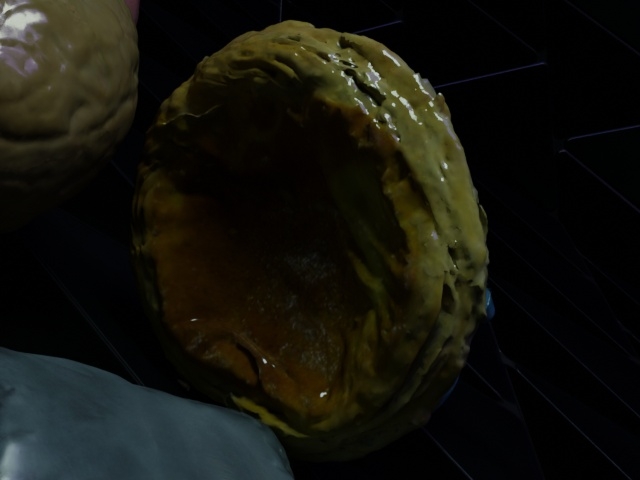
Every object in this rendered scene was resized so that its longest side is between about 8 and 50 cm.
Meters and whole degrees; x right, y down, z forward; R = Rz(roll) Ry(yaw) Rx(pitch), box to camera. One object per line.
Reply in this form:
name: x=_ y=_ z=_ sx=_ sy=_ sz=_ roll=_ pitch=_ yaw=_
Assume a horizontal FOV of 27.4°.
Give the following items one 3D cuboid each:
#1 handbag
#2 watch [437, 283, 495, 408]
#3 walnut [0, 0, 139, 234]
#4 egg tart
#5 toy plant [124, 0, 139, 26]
handbag: x=-0.118 y=0.159 z=0.865 sx=0.332 sy=0.075 sz=0.191 roll=24 pitch=22 yaw=-42
watch: x=0.042 y=0.051 z=1.262 sx=0.193 sy=0.211 sz=0.211 roll=45 pitch=6 yaw=-43
walnut: x=-0.289 y=-0.128 z=1.003 sx=0.277 sy=0.252 sz=0.313 roll=45 pitch=28 yaw=-3
egg tart: x=0.000 y=0.000 z=1.059 sx=0.352 sy=0.352 sz=0.150 roll=42 pitch=25 yaw=24
toy plant: x=-0.354 y=-0.241 z=1.294 sx=0.356 sy=0.211 sz=0.317 roll=0 pitch=38 yaw=-43
